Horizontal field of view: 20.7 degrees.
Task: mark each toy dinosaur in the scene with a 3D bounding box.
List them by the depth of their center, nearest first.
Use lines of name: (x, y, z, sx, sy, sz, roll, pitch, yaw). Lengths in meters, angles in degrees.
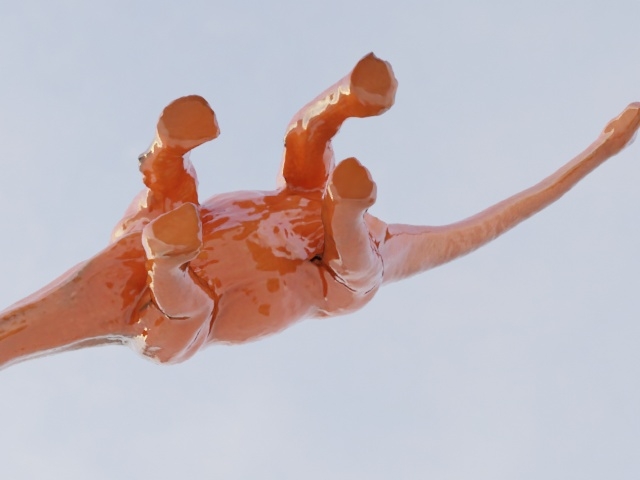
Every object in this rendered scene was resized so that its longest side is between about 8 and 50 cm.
toy dinosaur: (-0.003, -0.005, 0.487, 0.280, 0.055, 0.101, -18, -25, -25)
